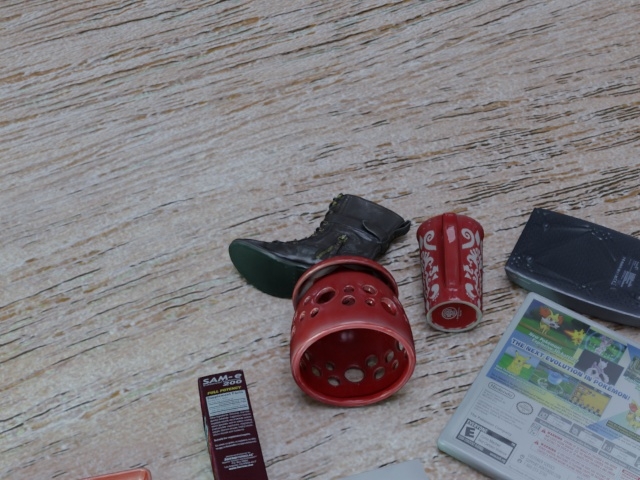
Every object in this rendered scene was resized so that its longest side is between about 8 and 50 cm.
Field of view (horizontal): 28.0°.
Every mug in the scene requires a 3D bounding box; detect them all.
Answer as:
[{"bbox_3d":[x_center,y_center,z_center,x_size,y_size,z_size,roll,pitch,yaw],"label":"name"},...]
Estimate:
[{"bbox_3d":[0.205,0.047,2.089,0.113,0.150,0.169,-21,48,27],"label":"mug"}]

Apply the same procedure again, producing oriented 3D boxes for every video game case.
[{"bbox_3d":[0.390,0.265,1.929,0.329,0.036,0.300,26,65,21],"label":"video game case"}]

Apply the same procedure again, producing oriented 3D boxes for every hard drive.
[{"bbox_3d":[0.449,0.049,2.141,0.254,0.054,0.172,20,51,16],"label":"hard drive"}]

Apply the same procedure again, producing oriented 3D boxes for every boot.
[{"bbox_3d":[0.000,0.000,2.171,0.263,0.091,0.229,19,46,10],"label":"boot"}]

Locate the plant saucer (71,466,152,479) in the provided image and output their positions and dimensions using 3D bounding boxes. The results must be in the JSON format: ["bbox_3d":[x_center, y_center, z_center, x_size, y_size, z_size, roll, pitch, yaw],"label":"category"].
[{"bbox_3d":[-0.346,0.457,1.782,0.259,0.048,0.258,-10,50,-8],"label":"plant saucer"}]

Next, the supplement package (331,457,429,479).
[{"bbox_3d":[0.065,0.427,1.695,0.194,0.203,0.149,-12,40,-11],"label":"supplement package"}]

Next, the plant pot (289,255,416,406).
[{"bbox_3d":[0.046,0.134,1.981,0.191,0.191,0.174,-1,41,-2],"label":"plant pot"}]

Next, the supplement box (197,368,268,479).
[{"bbox_3d":[-0.121,0.321,1.847,0.073,0.130,0.239,-9,49,-8],"label":"supplement box"}]
